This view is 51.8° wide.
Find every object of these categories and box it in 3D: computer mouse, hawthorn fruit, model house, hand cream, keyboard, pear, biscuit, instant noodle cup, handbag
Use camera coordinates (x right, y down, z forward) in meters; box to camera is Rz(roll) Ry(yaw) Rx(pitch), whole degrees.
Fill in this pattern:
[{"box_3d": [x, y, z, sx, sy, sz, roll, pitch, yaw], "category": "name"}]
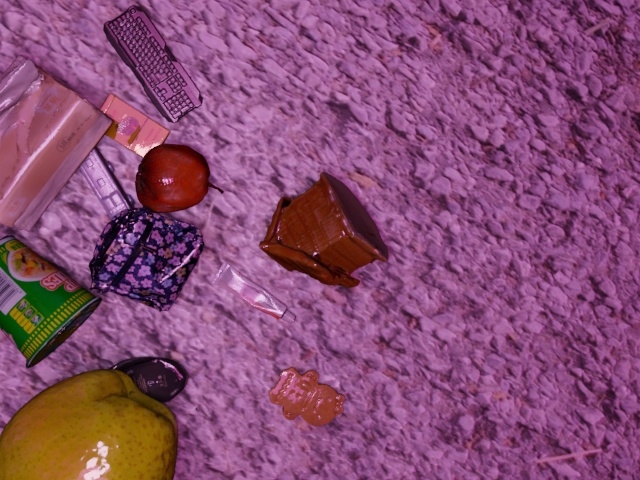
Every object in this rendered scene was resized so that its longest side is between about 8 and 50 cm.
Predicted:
[{"box_3d": [-0.397, 0.318, 1.519, 0.192, 0.062, 0.105, -7, 99, 1], "category": "computer mouse"}, {"box_3d": [-0.307, -0.132, 1.455, 0.194, 0.157, 0.156, 10, 93, -19], "category": "hawthorn fruit"}, {"box_3d": [0.002, -0.001, 1.525, 0.229, 0.199, 0.219, -29, 59, 17], "category": "model house"}, {"box_3d": [-0.154, 0.134, 1.565, 0.216, 0.038, 0.052, 34, 64, -6], "category": "hand cream"}, {"box_3d": [-0.375, -0.396, 1.486, 0.106, 0.016, 0.262, -35, 100, -6], "category": "keyboard"}, {"box_3d": [-0.468, 0.454, 1.359, 0.391, 0.391, 0.390, -1, 95, -10], "category": "pear"}, {"box_3d": [-0.036, 0.388, 1.610, 0.184, 0.027, 0.133, 43, 85, -11], "category": "biscuit"}, {"box_3d": [-0.626, 0.120, 1.401, 0.233, 0.207, 0.207, 44, 86, -4], "category": "instant noodle cup"}, {"box_3d": [-0.386, 0.038, 1.446, 0.208, 0.127, 0.228, 26, 103, -29], "category": "handbag"}]

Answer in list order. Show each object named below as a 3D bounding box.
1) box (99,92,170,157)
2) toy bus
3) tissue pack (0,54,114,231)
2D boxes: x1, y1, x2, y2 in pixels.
[{"box_3d": [-0.428, -0.253, 1.486, 0.155, 0.023, 0.087, 33, 91, -11], "category": "box"}, {"box_3d": [-0.471, -0.116, 1.462, 0.064, 0.075, 0.190, -31, 99, -7], "category": "toy bus"}, {"box_3d": [-0.621, -0.210, 1.327, 0.239, 0.238, 0.305, 38, 87, -11], "category": "tissue pack"}]
